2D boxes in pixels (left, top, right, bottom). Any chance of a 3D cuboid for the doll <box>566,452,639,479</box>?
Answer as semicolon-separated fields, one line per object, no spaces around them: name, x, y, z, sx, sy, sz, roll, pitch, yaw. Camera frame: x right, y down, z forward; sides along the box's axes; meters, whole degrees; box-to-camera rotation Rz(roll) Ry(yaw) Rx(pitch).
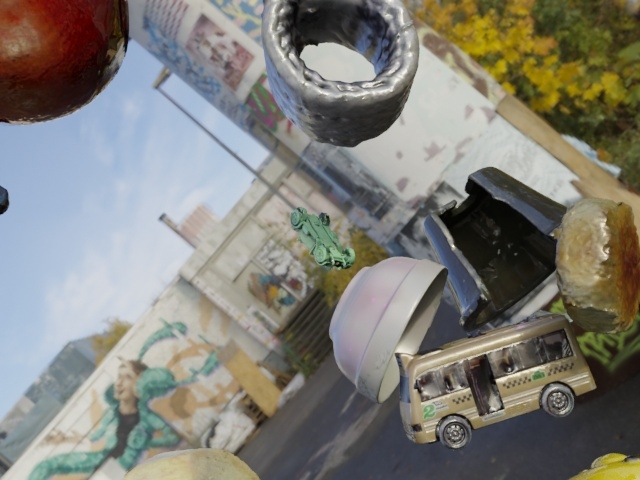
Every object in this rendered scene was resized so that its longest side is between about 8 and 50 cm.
doll;0.480;0.530;1.250;0.423;0.348;0.161;-26;36;21

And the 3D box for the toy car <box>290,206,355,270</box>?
toy car;0.000;0.000;1.215;0.073;0.143;0.054;10;-58;-39

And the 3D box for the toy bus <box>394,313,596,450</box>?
toy bus;0.260;0.216;1.101;0.290;0.157;0.139;-17;-8;-2

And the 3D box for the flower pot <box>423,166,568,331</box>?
flower pot;0.396;-0.002;1.585;0.379;0.251;0.379;-34;-23;-16

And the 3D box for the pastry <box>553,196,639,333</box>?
pastry;0.393;0.035;1.001;0.093;0.192;0.182;-3;-5;35

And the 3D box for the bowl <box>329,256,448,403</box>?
bowl;0.117;0.150;1.337;0.287;0.144;0.287;-51;-23;-31

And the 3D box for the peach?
peach;-0.454;-0.350;1.080;0.406;0.310;0.334;-122;40;-63

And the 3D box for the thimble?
thimble;0.022;-0.265;1.037;0.217;0.245;0.157;-43;-11;-14

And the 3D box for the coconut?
coconut;-0.199;0.439;1.021;0.259;0.259;0.259;-50;-1;-1

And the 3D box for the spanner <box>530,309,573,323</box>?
spanner;0.679;0.177;1.782;0.326;0.026;0.093;-21;46;13

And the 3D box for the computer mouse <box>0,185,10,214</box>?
computer mouse;-0.605;-0.079;1.234;0.047;0.135;0.079;-59;-14;28
